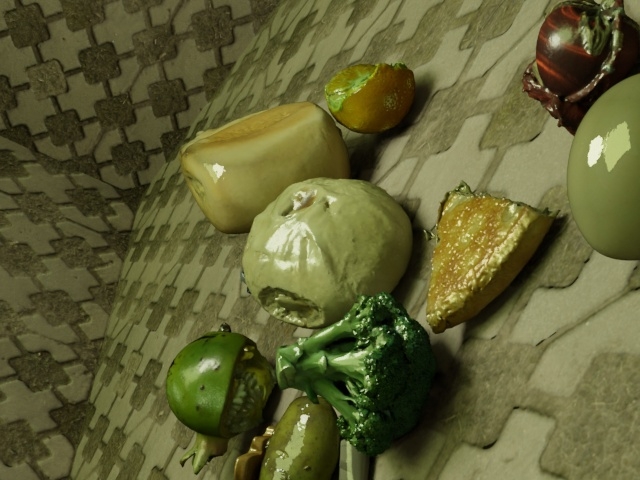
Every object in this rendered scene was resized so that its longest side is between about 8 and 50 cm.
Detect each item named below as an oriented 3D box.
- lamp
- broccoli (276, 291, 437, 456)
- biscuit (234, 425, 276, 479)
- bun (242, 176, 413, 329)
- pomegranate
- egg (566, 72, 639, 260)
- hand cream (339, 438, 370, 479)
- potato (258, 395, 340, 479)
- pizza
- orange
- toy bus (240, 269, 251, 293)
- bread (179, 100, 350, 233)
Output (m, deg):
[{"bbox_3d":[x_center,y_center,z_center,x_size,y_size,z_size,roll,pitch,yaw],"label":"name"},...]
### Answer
[{"bbox_3d":[0.396,-0.290,1.268,0.223,0.151,0.215,-53,22,29],"label":"lamp"},{"bbox_3d":[0.061,0.218,1.332,0.270,0.270,0.269,-178,90,-82],"label":"broccoli"},{"bbox_3d":[-0.110,0.455,1.594,0.041,0.212,0.238,1,34,24],"label":"biscuit"},{"bbox_3d":[-0.002,-0.005,1.622,0.364,0.202,0.364,-19,40,17],"label":"bun"},{"bbox_3d":[-0.239,0.363,1.856,0.260,0.261,0.340,-1,69,65],"label":"pomegranate"},{"bbox_3d":[0.405,-0.092,1.006,0.186,0.186,0.241,16,91,67],"label":"egg"},{"bbox_3d":[0.056,0.425,1.403,0.087,0.054,0.186,-35,43,56],"label":"hand cream"},{"bbox_3d":[-0.036,0.408,1.516,0.149,0.113,0.251,5,66,43],"label":"potato"},{"bbox_3d":[0.270,-0.013,1.364,0.280,0.075,0.287,-46,27,28],"label":"pizza"},{"bbox_3d":[0.117,-0.326,1.859,0.179,0.158,0.237,-28,17,-23],"label":"orange"},{"bbox_3d":[-0.111,0.001,2.071,0.125,0.133,0.292,-46,31,47],"label":"toy bus"},{"bbox_3d":[-0.118,-0.170,1.921,0.376,0.252,0.348,-28,23,-17],"label":"bread"}]
